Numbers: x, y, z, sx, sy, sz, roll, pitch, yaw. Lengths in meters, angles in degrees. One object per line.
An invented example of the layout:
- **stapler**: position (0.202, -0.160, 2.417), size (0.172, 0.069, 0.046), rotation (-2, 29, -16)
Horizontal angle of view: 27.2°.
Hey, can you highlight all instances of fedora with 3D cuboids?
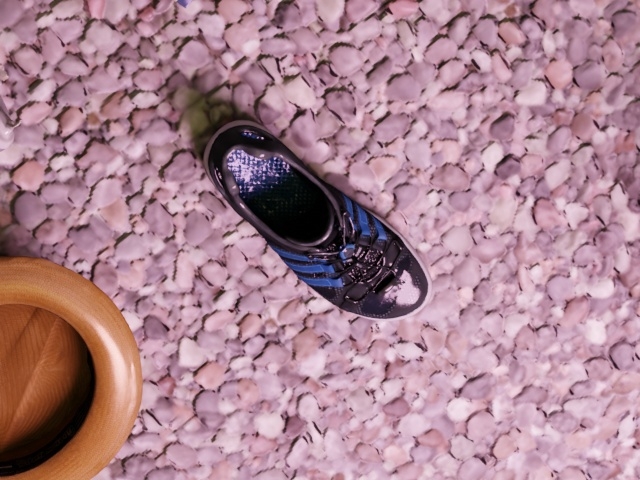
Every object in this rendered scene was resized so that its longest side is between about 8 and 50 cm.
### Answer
- **fedora**: position (-0.215, 0.088, 0.906), size (0.194, 0.079, 0.194), rotation (-3, 114, -7)

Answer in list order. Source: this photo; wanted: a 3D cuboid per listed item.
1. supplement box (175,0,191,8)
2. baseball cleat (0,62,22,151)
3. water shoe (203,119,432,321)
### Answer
- **supplement box**: position (-0.099, -0.209, 0.845), size (0.083, 0.056, 0.083), rotation (33, 99, -19)
- **baseball cleat**: position (-0.289, -0.122, 0.839), size (0.109, 0.072, 0.206), rotation (-33, 107, 15)
- **water shoe**: position (0.000, 0.000, 0.918), size (0.203, 0.080, 0.073), rotation (37, 98, -19)
